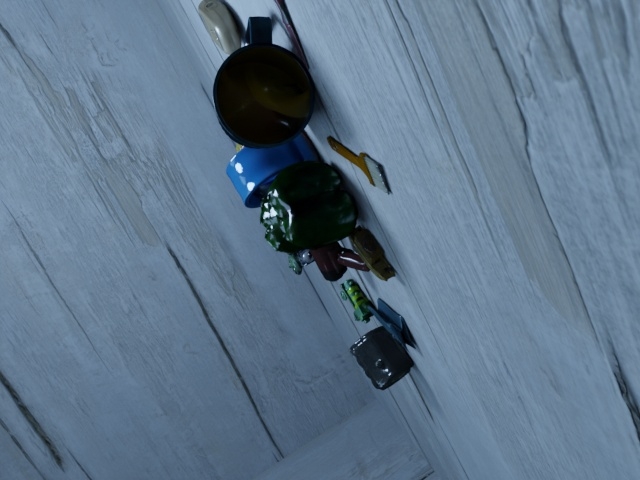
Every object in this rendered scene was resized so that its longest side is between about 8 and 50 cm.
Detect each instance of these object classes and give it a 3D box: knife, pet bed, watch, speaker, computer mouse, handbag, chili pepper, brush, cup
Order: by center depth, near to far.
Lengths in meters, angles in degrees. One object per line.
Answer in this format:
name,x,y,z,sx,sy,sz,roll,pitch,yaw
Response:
knife,-0.080,-0.497,1.194,0.035,0.018,0.247,42,162,56
brush,0.079,-0.199,1.299,0.314,0.017,0.090,49,167,55
cup,-0.174,-0.384,1.393,0.308,0.242,0.292,59,174,-11
chili pepper,-0.038,-0.082,1.527,0.249,0.256,0.233,56,142,15
computer mouse,-0.317,-0.689,1.715,0.236,0.082,0.145,54,171,43
watch,-0.157,-0.223,1.723,0.241,0.274,0.305,57,166,13
speaker,0.043,-0.006,1.815,0.329,0.259,0.198,58,-146,-34
handbag,0.252,0.299,1.885,0.144,0.057,0.221,58,173,-19
pet bed,0.233,0.448,2.058,0.211,0.183,0.159,55,173,26

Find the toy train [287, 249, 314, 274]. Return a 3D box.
toy train,-0.105,0.035,2.706,0.307,0.173,0.249,154,92,-82

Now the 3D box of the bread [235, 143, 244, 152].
bread,-0.220,-0.317,2.082,0.133,0.179,0.250,50,165,57

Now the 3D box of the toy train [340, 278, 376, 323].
toy train,0.152,0.244,2.217,0.200,0.083,0.132,56,160,24

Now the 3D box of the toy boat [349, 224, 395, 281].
toy boat,0.149,0.035,1.562,0.200,0.057,0.077,56,165,24
